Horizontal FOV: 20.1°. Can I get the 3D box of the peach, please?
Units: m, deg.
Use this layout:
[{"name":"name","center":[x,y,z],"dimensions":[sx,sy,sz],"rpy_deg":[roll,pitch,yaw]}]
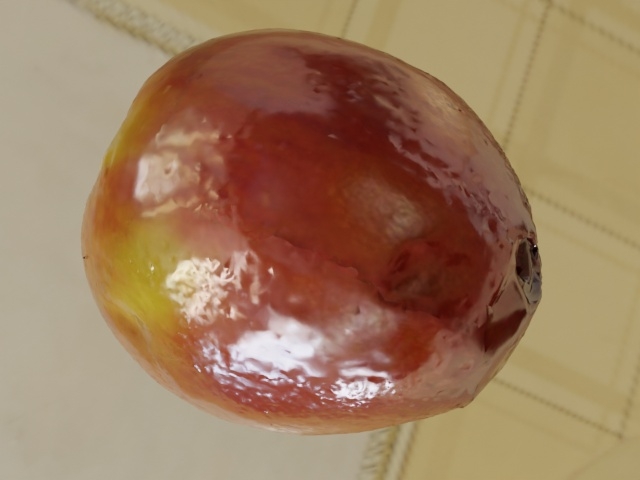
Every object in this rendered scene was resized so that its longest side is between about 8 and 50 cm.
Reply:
[{"name":"peach","center":[0.000,0.000,1.063],"dimensions":[0.281,0.281,0.238],"rpy_deg":[25,-104,-17]}]
